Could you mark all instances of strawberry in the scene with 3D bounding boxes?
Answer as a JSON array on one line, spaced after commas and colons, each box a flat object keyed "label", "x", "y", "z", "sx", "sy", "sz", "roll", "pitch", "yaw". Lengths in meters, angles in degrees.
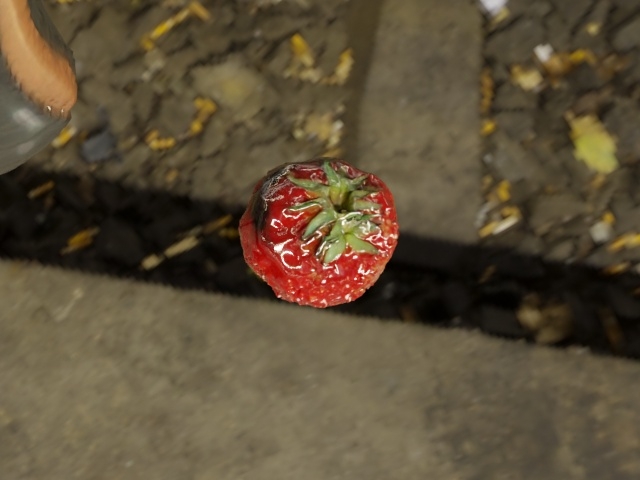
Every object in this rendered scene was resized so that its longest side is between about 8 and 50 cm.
[{"label": "strawberry", "x": 0.000, "y": -0.001, "z": 1.201, "sx": 0.106, "sy": 0.106, "sz": 0.106, "roll": 7, "pitch": 71, "yaw": -23}]

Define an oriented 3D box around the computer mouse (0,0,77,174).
[{"label": "computer mouse", "x": -0.199, "y": -0.100, "z": 0.754, "sx": 0.183, "sy": 0.323, "sz": 0.116, "roll": -6, "pitch": 59, "yaw": 2}]
